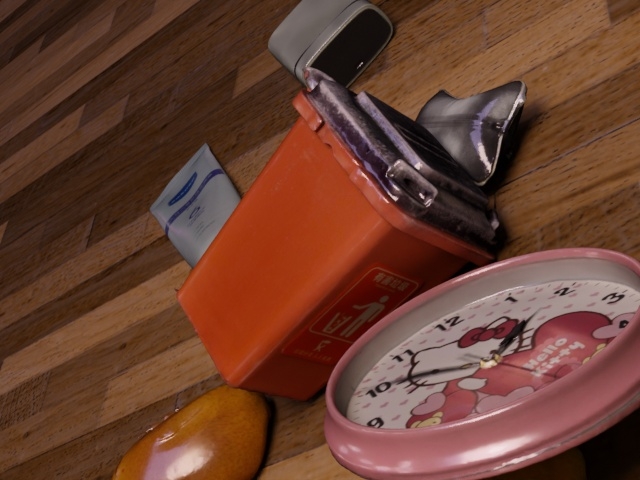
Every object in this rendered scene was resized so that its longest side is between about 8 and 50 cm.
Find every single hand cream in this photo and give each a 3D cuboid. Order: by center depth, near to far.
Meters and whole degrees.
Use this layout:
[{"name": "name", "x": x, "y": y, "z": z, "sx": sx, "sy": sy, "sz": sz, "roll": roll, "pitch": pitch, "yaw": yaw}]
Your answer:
[{"name": "hand cream", "x": -0.127, "y": -0.025, "z": 1.167, "sx": 0.109, "sy": 0.067, "sz": 0.320, "roll": -50, "pitch": 25, "yaw": 4}]

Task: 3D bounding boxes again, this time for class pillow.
[{"name": "pillow", "x": 0.120, "y": -0.093, "z": 0.913, "sx": 0.136, "sy": 0.055, "sz": 0.091, "roll": 12, "pitch": 102, "yaw": 57}]

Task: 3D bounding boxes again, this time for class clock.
[{"name": "clock", "x": 0.114, "y": 0.081, "z": 0.681, "sx": 0.244, "sy": 0.056, "sz": 0.244, "roll": -24, "pitch": 16, "yaw": 7}]

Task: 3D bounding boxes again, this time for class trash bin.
[{"name": "trash bin", "x": 0.000, "y": 0.000, "z": 0.857, "sx": 0.238, "sy": 0.161, "sz": 0.184, "roll": -47, "pitch": 53, "yaw": 18}, {"name": "trash bin", "x": 0.008, "y": -0.227, "z": 1.180, "sx": 0.116, "sy": 0.059, "sz": 0.130, "roll": -46, "pitch": 32, "yaw": 4}]

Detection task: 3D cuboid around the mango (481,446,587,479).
[{"name": "mango", "x": 0.049, "y": 0.235, "z": 0.613, "sx": 0.176, "sy": 0.119, "sz": 0.317, "roll": 18, "pitch": 60, "yaw": 43}]

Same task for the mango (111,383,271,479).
[{"name": "mango", "x": -0.110, "y": 0.188, "z": 0.893, "sx": 0.159, "sy": 0.084, "sz": 0.105, "roll": -50, "pitch": 38, "yaw": 2}]
